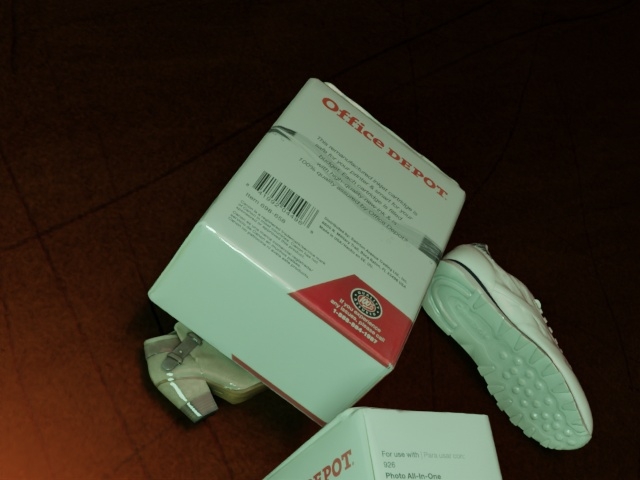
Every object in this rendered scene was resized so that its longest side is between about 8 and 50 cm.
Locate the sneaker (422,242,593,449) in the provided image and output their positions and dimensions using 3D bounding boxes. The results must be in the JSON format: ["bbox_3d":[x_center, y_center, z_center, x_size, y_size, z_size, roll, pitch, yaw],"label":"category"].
[{"bbox_3d":[0.204,0.102,1.089,0.095,0.090,0.235,-25,77,-49],"label":"sneaker"}]

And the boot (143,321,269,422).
[{"bbox_3d":[-0.093,0.103,0.936,0.118,0.042,0.087,-19,70,-38],"label":"boot"}]

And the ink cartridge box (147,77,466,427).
[{"bbox_3d":[0.000,0.000,0.983,0.197,0.114,0.273,37,40,-5],"label":"ink cartridge box"}]

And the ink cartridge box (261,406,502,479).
[{"bbox_3d":[0.052,0.292,0.789,0.121,0.211,0.289,7,58,-26],"label":"ink cartridge box"}]
